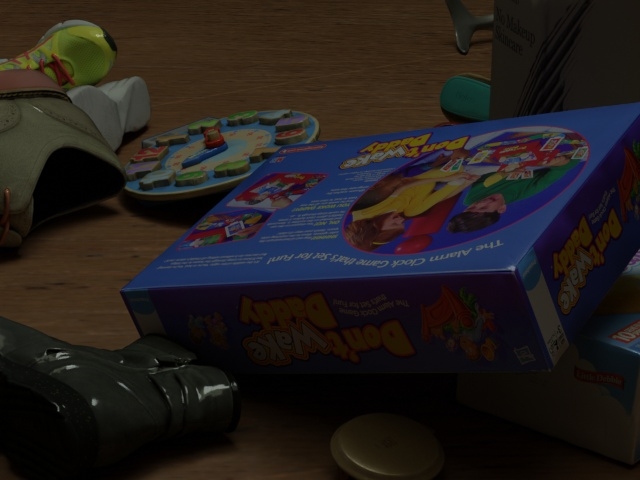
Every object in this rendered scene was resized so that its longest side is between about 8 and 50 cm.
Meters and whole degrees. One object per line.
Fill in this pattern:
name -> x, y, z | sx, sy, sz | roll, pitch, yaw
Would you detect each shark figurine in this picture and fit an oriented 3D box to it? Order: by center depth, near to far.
shark figurine -> 0.309, -0.315, 2.207 | 0.278, 0.116, 0.166 | 8, 20, 12

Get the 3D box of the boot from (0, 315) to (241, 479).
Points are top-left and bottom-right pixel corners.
boot -> -0.182, 0.096, 1.171 | 0.161, 0.083, 0.246 | -10, 28, -44

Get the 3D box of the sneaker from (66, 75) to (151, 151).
sneaker -> -0.261, -0.128, 1.759 | 0.094, 0.080, 0.212 | -5, 10, 18

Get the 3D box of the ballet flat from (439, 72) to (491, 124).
ballet flat -> 0.224, -0.132, 1.777 | 0.073, 0.080, 0.232 | 23, 6, -39

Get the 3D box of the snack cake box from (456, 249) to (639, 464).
snack cake box -> 0.241, 0.064, 1.230 | 0.152, 0.089, 0.264 | 18, 27, 37

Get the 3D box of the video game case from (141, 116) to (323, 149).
video game case -> -0.091, -0.100, 1.754 | 0.166, 0.015, 0.119 | 14, 24, 32

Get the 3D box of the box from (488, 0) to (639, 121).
box -> 0.199, -0.085, 1.356 | 0.094, 0.275, 0.113 | -7, 22, -15

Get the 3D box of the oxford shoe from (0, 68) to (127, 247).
oxford shoe -> -0.329, -0.057, 1.441 | 0.146, 0.140, 0.397 | 37, 36, 22

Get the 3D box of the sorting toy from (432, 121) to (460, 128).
sorting toy -> 0.158, -0.088, 1.710 | 0.061, 0.042, 0.102 | -32, 48, -30

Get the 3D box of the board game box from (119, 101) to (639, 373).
board game box -> 0.056, 0.001, 1.199 | 0.347, 0.078, 0.233 | -4, 28, 39

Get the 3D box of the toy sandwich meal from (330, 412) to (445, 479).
toy sandwich meal -> 0.044, 0.145, 1.096 | 0.085, 0.029, 0.085 | 5, 31, -3

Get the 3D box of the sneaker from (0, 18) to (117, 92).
sneaker -> -0.318, -0.173, 1.815 | 0.208, 0.081, 0.094 | -23, 23, 22

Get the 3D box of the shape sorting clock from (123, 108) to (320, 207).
shape sorting clock -> -0.101, -0.089, 1.619 | 0.206, 0.040, 0.206 | -17, 20, 7
